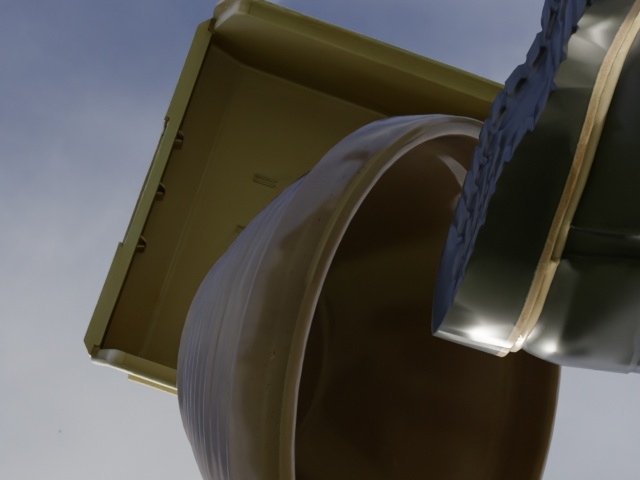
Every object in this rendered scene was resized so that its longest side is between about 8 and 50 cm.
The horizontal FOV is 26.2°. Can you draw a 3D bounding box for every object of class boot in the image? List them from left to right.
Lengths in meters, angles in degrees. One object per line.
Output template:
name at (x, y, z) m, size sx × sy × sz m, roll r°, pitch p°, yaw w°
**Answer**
boot at (0.122, -0.040, 0.344) m, size 0.137 × 0.198 × 0.077 m, roll 17°, pitch -142°, yaw -3°

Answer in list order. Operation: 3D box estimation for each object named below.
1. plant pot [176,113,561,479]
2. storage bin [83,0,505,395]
plant pot at (0.012, 0.060, 0.625) m, size 0.109 × 0.237 × 0.237 m, roll 5°, pitch -102°, yaw 34°
storage bin at (0.000, 0.000, 0.947) m, size 0.260 × 0.123 × 0.262 m, roll 19°, pitch -101°, yaw -5°
